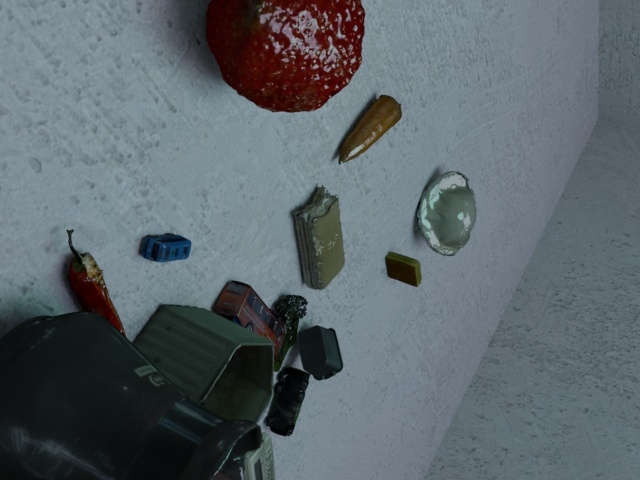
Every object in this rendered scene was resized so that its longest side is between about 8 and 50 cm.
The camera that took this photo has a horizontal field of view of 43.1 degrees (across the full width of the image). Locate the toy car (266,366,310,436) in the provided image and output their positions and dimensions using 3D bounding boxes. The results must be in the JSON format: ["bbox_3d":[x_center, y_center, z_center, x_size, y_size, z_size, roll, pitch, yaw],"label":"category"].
[{"bbox_3d":[-0.074,0.379,1.912,0.062,0.071,0.165,-19,126,-73],"label":"toy car"}]

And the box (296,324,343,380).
[{"bbox_3d":[-0.005,0.259,1.897,0.069,0.084,0.122,33,36,-52],"label":"box"}]

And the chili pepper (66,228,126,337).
[{"bbox_3d":[-0.344,0.084,1.234,0.051,0.059,0.268,-18,139,-9],"label":"chili pepper"}]

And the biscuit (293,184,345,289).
[{"bbox_3d":[0.000,0.000,1.780,0.108,0.062,0.238,-48,146,-34],"label":"biscuit"}]

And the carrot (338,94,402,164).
[{"bbox_3d":[0.100,-0.236,1.800,0.205,0.072,0.072,-49,147,-23],"label":"carrot"}]

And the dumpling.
[{"bbox_3d":[0.349,-0.075,2.306,0.173,0.142,0.247,-5,102,-27],"label":"dumpling"}]

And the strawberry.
[{"bbox_3d":[-0.061,-0.322,1.237,0.277,0.257,0.257,-19,126,-70],"label":"strawberry"}]

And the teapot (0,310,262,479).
[{"bbox_3d":[-0.288,0.291,1.063,0.376,0.362,0.305,-37,147,-66],"label":"teapot"}]

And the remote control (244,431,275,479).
[{"bbox_3d":[-0.148,0.553,1.917,0.090,0.049,0.230,-42,143,-40],"label":"remote control"}]

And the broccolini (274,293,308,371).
[{"bbox_3d":[-0.068,0.210,1.805,0.091,0.068,0.202,-62,160,-58],"label":"broccolini"}]

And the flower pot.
[{"bbox_3d":[-0.211,0.242,1.430,0.209,0.190,0.239,-36,137,-46],"label":"flower pot"}]

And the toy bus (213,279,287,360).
[{"bbox_3d":[-0.137,0.168,1.644,0.096,0.074,0.235,-67,153,-19],"label":"toy bus"}]

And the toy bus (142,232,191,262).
[{"bbox_3d":[-0.254,0.014,1.343,0.083,0.046,0.038,-8,115,-61],"label":"toy bus"}]

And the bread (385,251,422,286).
[{"bbox_3d":[0.227,0.079,2.217,0.035,0.094,0.090,-52,146,-32],"label":"bread"}]
